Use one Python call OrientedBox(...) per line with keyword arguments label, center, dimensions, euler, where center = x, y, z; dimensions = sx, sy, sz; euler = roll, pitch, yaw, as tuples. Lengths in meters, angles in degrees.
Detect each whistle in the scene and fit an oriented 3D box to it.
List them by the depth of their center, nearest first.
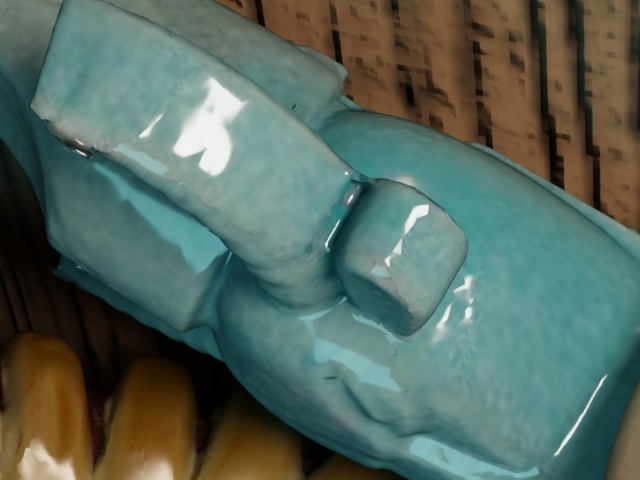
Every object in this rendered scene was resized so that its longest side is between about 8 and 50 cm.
OrientedBox(label="whistle", center=(0.000, 0.000, 0.497), dimensions=(0.274, 0.093, 0.186), euler=(32, 166, 2))

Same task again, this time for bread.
OrientedBox(label="bread", center=(-0.074, 0.077, 0.598), dimensions=(0.225, 0.081, 0.134), euler=(14, 151, -5))

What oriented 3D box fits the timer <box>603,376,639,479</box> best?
OrientedBox(label="timer", center=(0.209, 0.105, 0.429), dimensions=(0.175, 0.175, 0.266), euler=(-23, 122, 43))
